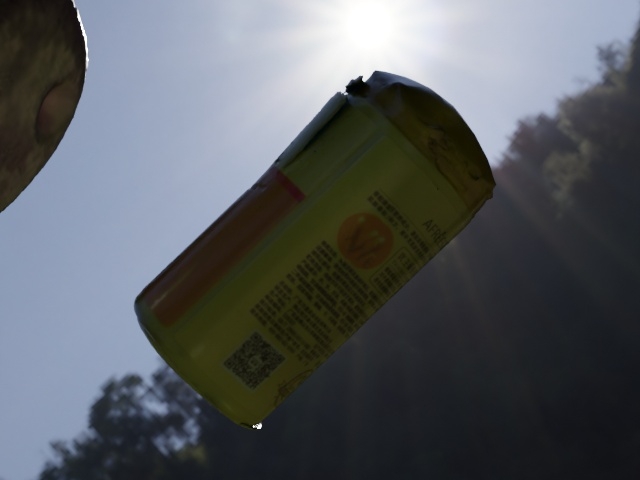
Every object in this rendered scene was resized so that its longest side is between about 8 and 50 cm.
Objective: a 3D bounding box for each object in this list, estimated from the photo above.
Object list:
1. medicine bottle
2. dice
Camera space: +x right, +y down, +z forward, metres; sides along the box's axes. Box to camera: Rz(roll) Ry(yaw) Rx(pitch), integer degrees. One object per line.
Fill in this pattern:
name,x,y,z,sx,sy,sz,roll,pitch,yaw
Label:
medicine bottle,0.000,0.000,0.879,0.239,0.124,0.124,-45,-26,-1
dice,-0.416,-0.182,1.397,0.270,0.270,0.271,-54,-17,-24
